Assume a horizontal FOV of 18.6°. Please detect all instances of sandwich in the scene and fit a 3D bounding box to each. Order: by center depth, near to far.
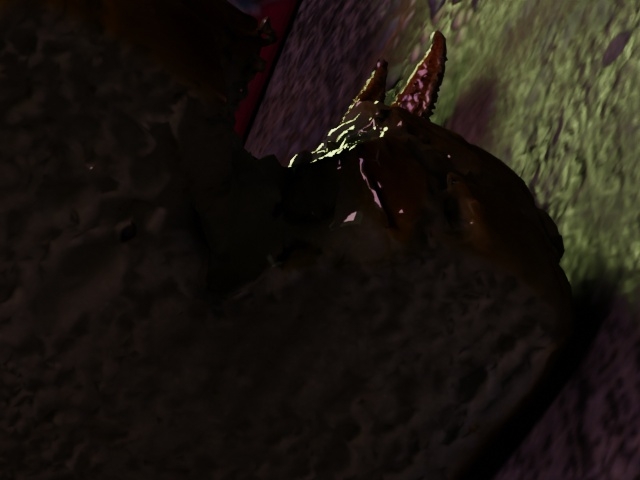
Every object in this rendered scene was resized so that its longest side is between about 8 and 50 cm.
[{"bbox_3d":[-0.067,0.030,0.719,0.249,0.273,0.095,-53,20,21],"label":"sandwich"}]

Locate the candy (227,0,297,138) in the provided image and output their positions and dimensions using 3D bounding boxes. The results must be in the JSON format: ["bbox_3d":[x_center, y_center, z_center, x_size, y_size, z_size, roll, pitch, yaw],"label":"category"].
[{"bbox_3d":[-0.113,-0.089,1.293,0.157,0.100,0.306,-27,38,61],"label":"candy"}]

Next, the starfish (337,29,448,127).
[{"bbox_3d":[-0.001,-0.001,0.956,0.240,0.043,0.227,-3,61,66],"label":"starfish"}]
